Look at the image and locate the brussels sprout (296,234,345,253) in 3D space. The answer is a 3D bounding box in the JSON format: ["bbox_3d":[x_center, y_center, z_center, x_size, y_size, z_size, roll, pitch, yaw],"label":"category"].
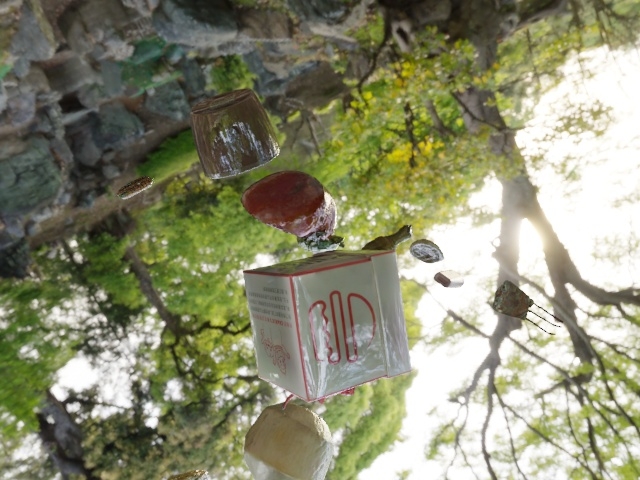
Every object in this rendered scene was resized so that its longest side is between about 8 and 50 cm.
[{"bbox_3d":[-0.001,0.003,2.056,0.181,0.101,0.139,-15,155,26],"label":"brussels sprout"}]

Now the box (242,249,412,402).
[{"bbox_3d":[0.009,0.195,1.449,0.300,0.312,0.314,-9,-176,-29],"label":"box"}]

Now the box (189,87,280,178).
[{"bbox_3d":[-0.294,-0.367,1.909,0.300,0.216,0.301,-14,-154,7],"label":"box"}]

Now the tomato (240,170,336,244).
[{"bbox_3d":[-0.046,-0.077,1.042,0.189,0.173,0.099,9,116,-54],"label":"tomato"}]

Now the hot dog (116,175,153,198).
[{"bbox_3d":[-0.585,-0.170,1.801,0.122,0.049,0.037,-33,152,-20],"label":"hot dog"}]

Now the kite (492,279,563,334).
[{"bbox_3d":[0.661,0.226,1.831,0.127,0.229,0.016,-50,164,-23],"label":"kite"}]

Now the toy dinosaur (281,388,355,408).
[{"bbox_3d":[-0.006,0.503,1.922,0.286,0.070,0.139,-13,177,-15],"label":"toy dinosaur"}]

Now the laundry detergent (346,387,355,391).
[{"bbox_3d":[0.082,0.561,2.303,0.165,0.049,0.097,10,-102,62],"label":"laundry detergent"}]

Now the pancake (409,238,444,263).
[{"bbox_3d":[0.400,0.045,2.159,0.139,0.139,0.022,-15,-139,41],"label":"pancake"}]

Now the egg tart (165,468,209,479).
[{"bbox_3d":[-0.436,0.742,1.564,0.315,0.120,0.315,-24,155,-12],"label":"egg tart"}]

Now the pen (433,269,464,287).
[{"bbox_3d":[0.305,0.091,1.344,0.032,0.053,0.197,-58,158,11],"label":"pen"}]

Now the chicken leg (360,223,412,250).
[{"bbox_3d":[0.234,0.026,1.993,0.227,0.088,0.103,-27,-144,-1],"label":"chicken leg"}]

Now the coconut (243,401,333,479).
[{"bbox_3d":[-0.151,0.916,2.444,0.415,0.415,0.345,-31,170,-24],"label":"coconut"}]
